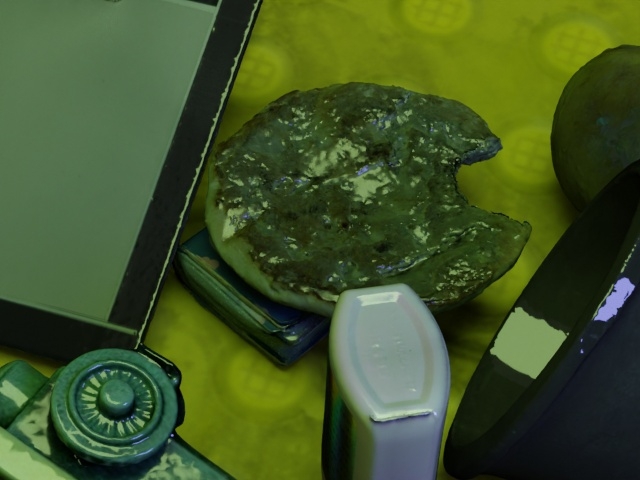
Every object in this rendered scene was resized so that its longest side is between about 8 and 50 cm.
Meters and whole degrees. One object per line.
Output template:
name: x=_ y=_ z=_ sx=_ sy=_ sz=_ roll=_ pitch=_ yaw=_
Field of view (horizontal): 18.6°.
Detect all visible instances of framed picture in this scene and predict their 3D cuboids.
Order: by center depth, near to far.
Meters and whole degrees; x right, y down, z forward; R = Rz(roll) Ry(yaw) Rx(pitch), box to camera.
framed picture: x=-0.213 y=-0.081 z=1.535 sx=0.265 sy=0.016 sz=0.347 roll=13 pitch=73 yaw=14

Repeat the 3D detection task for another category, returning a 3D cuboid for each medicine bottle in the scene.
medicine bottle: x=0.041 y=0.134 z=1.328 sx=0.078 sy=0.219 sz=0.115 roll=-8 pitch=53 yaw=-8

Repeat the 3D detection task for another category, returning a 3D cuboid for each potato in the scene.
potato: x=0.285 y=-0.044 z=1.520 sx=0.248 sy=0.143 sz=0.169 roll=44 pitch=102 yaw=21

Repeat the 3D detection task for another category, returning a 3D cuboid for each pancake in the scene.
pancake: x=0.032 y=-0.030 z=1.492 sx=0.253 sy=0.037 sz=0.254 roll=-1 pitch=49 yaw=1

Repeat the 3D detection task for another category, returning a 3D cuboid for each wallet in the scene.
wallet: x=0.000 y=0.001 z=1.529 sx=0.202 sy=0.059 sz=0.141 roll=-37 pitch=57 yaw=-26

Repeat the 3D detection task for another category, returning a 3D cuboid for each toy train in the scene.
toy train: x=-0.101 y=0.235 z=1.268 sx=0.369 sy=0.150 sz=0.237 roll=34 pitch=60 yaw=7

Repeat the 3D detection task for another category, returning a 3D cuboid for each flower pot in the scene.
flower pot: x=0.223 y=0.089 z=1.379 sx=0.166 sy=0.269 sz=0.269 roll=31 pitch=56 yaw=-5
